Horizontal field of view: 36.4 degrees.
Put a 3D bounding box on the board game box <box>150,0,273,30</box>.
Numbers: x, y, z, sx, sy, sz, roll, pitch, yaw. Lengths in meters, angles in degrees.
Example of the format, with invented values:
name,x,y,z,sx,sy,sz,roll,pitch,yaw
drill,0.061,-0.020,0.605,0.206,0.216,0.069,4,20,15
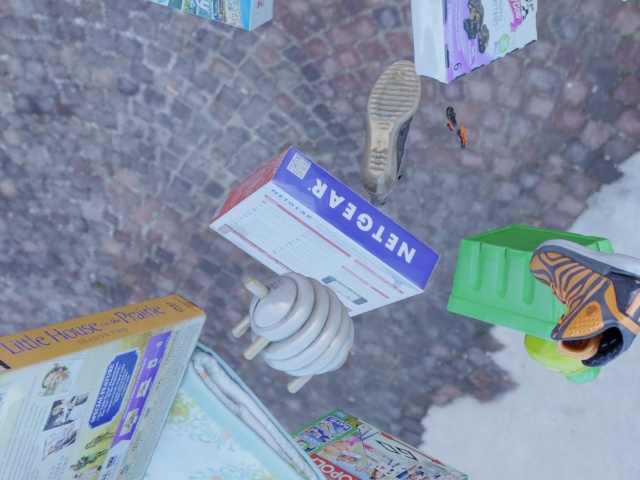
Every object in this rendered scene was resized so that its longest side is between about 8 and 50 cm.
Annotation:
name,x,y,z,sx,sy,sz,roll,pitch,yaw
board game box,-0.230,-0.548,1.826,0.303,0.097,0.224,20,124,18

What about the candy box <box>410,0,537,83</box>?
name,x,y,z,sx,sy,sz,roll,pitch,yaw
candy box,0.223,-0.340,1.399,0.070,0.196,0.165,29,138,44

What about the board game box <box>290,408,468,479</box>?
name,x,y,z,sx,sy,sz,roll,pitch,yaw
board game box,0.075,0.419,1.759,0.317,0.213,0.046,20,117,39

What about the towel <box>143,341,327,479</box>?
name,x,y,z,sx,sy,sz,roll,pitch,yaw
towel,-0.201,0.335,1.423,0.320,0.090,0.374,-27,116,21

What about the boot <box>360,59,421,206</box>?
name,x,y,z,sx,sy,sz,roll,pitch,yaw
boot,0.128,-0.198,1.845,0.090,0.248,0.207,15,171,7

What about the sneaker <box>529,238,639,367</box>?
name,x,y,z,sx,sy,sz,roll,pitch,yaw
sneaker,0.428,0.105,1.651,0.124,0.180,0.321,36,172,-18

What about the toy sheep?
name,x,y,z,sx,sy,sz,roll,pitch,yaw
toy sheep,-0.021,0.071,0.816,0.091,0.091,0.132,-9,144,35

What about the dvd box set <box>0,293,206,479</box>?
name,x,y,z,sx,sy,sz,roll,pitch,yaw
dvd box set,-0.319,0.233,1.113,0.062,0.420,0.307,30,110,22

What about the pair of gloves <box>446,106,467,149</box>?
name,x,y,z,sx,sy,sz,roll,pitch,yaw
pair of gloves,0.271,-0.224,1.936,0.010,0.074,0.083,-22,124,26

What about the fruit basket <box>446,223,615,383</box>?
name,x,y,z,sx,sy,sz,roll,pitch,yaw
fruit basket,0.489,0.164,2.118,0.392,0.283,0.392,33,130,49

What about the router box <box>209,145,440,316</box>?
name,x,y,z,sx,sy,sz,roll,pitch,yaw
router box,0.000,0.000,1.767,0.335,0.082,0.301,36,154,-15
